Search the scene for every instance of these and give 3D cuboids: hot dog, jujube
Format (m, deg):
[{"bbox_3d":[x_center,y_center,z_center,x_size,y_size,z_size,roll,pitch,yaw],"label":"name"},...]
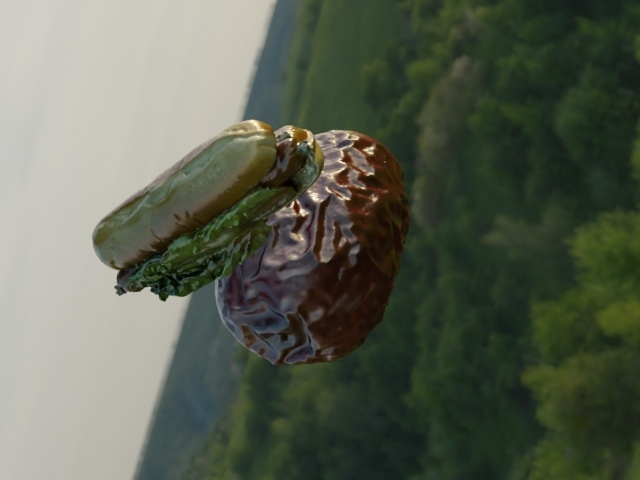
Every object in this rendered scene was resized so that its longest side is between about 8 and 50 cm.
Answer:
[{"bbox_3d":[-0.047,-0.009,0.629,0.133,0.056,0.041,-32,70,38],"label":"hot dog"},{"bbox_3d":[0.000,0.000,0.981,0.109,0.112,0.176,107,-176,-50],"label":"jujube"}]
